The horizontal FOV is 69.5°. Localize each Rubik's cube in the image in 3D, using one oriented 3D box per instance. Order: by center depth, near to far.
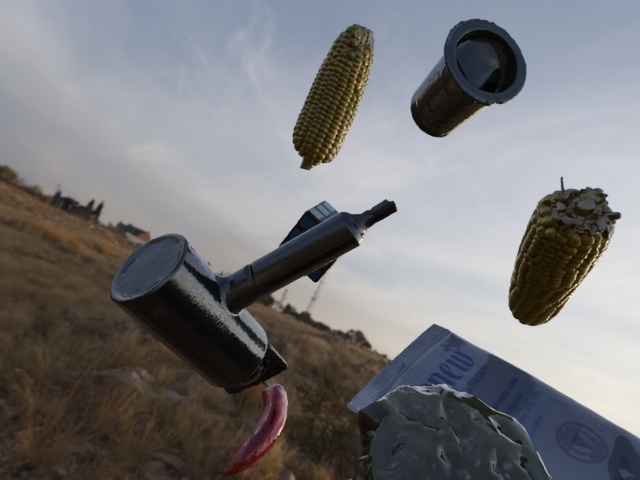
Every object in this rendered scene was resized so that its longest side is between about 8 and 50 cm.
[{"bbox_3d":[0.000,0.000,1.381,0.162,0.160,0.163,42,26,4],"label":"Rubik's cube"}]

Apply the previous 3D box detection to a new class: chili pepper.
[{"bbox_3d":[-0.174,0.542,1.394,0.137,0.092,0.368,0,22,13],"label":"chili pepper"}]

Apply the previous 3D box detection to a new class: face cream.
[{"bbox_3d":[0.268,0.265,0.592,0.420,0.235,0.137,27,-49,34],"label":"face cream"}]

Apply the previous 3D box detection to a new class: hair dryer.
[{"bbox_3d":[-0.030,0.046,0.436,0.195,0.248,0.078,58,7,-38],"label":"hair dryer"}]

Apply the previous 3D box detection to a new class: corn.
[{"bbox_3d":[0.344,0.039,0.698,0.106,0.106,0.305,21,-30,20],"label":"corn"},{"bbox_3d":[0.029,-0.324,1.078,0.130,0.347,0.130,21,16,-6],"label":"corn"}]

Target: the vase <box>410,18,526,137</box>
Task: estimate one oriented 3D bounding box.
[{"bbox_3d":[0.386,-0.434,1.307,0.245,0.245,0.291,27,-16,-9],"label":"vase"}]

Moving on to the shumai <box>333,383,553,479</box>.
[{"bbox_3d":[0.160,0.252,0.297,0.283,0.346,0.217,-11,-56,23],"label":"shumai"}]
